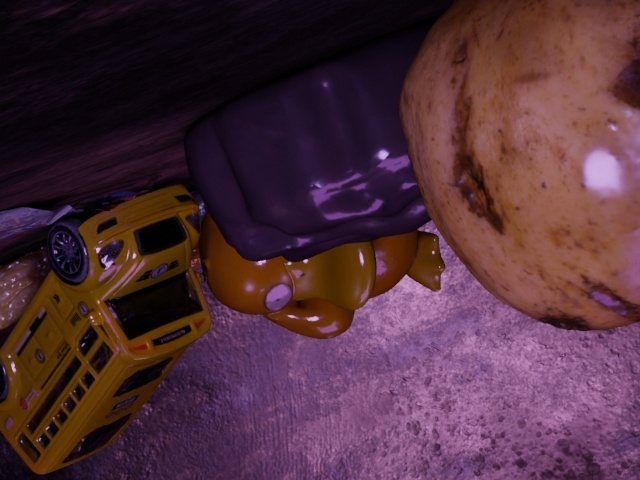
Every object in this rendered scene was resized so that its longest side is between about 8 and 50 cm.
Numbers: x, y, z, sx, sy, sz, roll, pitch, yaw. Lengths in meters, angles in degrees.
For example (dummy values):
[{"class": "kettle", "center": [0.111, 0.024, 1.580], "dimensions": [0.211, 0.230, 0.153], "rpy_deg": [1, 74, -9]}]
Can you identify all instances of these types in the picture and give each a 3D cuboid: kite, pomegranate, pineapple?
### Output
[{"class": "kite", "center": [-0.240, -0.019, 1.678], "dimensions": [0.141, 0.015, 0.245], "rpy_deg": [-22, 178, 40]}, {"class": "pomegranate", "center": [0.190, -0.077, 1.246], "dimensions": [0.281, 0.281, 0.281], "rpy_deg": [-22, 178, -1]}, {"class": "pineapple", "center": [-0.310, 0.043, 2.042], "dimensions": [0.116, 0.069, 0.137], "rpy_deg": [-29, -176, 26]}]

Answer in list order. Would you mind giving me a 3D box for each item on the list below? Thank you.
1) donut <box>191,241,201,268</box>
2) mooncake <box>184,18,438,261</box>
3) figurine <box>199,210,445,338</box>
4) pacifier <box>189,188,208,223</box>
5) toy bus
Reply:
[{"class": "donut", "center": [-0.168, 0.005, 2.198], "dimensions": [0.174, 0.075, 0.190], "rpy_deg": [-24, 178, 43]}, {"class": "mooncake", "center": [0.040, -0.070, 1.514], "dimensions": [0.283, 0.141, 0.283], "rpy_deg": [-21, 175, -2]}, {"class": "figurine", "center": [0.002, -0.003, 1.958], "dimensions": [0.215, 0.215, 0.228], "rpy_deg": [-23, -175, 36]}, {"class": "pacifier", "center": [-0.113, -0.001, 2.059], "dimensions": [0.150, 0.117, 0.127], "rpy_deg": [-25, -169, 8]}, {"class": "toy bus", "center": [-0.213, 0.088, 1.919], "dimensions": [0.145, 0.151, 0.331], "rpy_deg": [-21, 159, -42]}]
